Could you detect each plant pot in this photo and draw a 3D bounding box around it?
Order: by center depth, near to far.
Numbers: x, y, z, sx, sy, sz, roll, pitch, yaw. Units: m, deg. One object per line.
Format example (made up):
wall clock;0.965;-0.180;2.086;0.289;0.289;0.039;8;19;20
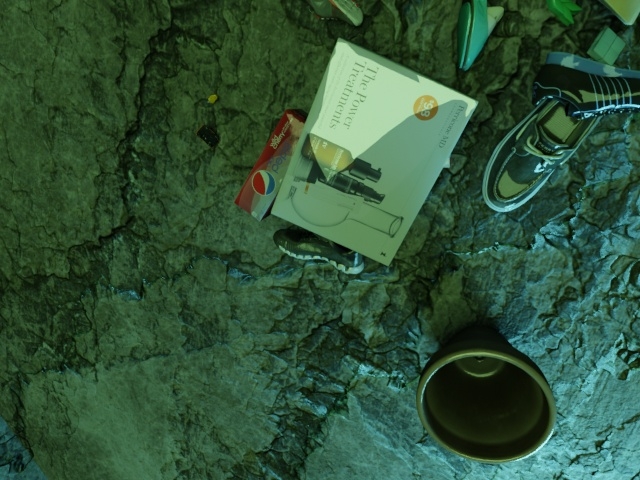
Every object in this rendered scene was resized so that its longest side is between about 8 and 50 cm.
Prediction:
plant pot;0.354;0.301;0.980;0.262;0.229;0.263;5;108;17

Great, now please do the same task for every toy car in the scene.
toy car;-0.270;-0.298;1.115;0.040;0.060;0.122;32;100;53

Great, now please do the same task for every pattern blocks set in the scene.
pattern blocks set;0.506;-0.470;0.734;0.285;0.026;0.325;42;89;-14

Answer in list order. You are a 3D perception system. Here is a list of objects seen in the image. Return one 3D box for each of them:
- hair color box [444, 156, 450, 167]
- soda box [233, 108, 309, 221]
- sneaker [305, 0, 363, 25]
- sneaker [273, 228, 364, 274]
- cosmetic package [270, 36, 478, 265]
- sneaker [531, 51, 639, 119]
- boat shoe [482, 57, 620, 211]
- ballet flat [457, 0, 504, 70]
hair color box;0.197;-0.206;0.973;0.167;0.053;0.093;1;108;19
soda box;-0.098;-0.177;1.055;0.083;0.092;0.263;36;114;4
sneaker;0.020;-0.495;0.951;0.158;0.061;0.065;38;141;5
sneaker;0.000;0.000;1.072;0.234;0.078;0.106;18;134;8
cosmetic package;0.096;-0.170;0.919;0.284;0.097;0.377;23;115;-2
sneaker;0.475;-0.238;0.743;0.232;0.081;0.091;23;108;17
boat shoe;0.430;-0.198;0.863;0.121;0.119;0.335;32;113;6
ballet flat;0.305;-0.458;0.849;0.087;0.083;0.247;-5;107;5
